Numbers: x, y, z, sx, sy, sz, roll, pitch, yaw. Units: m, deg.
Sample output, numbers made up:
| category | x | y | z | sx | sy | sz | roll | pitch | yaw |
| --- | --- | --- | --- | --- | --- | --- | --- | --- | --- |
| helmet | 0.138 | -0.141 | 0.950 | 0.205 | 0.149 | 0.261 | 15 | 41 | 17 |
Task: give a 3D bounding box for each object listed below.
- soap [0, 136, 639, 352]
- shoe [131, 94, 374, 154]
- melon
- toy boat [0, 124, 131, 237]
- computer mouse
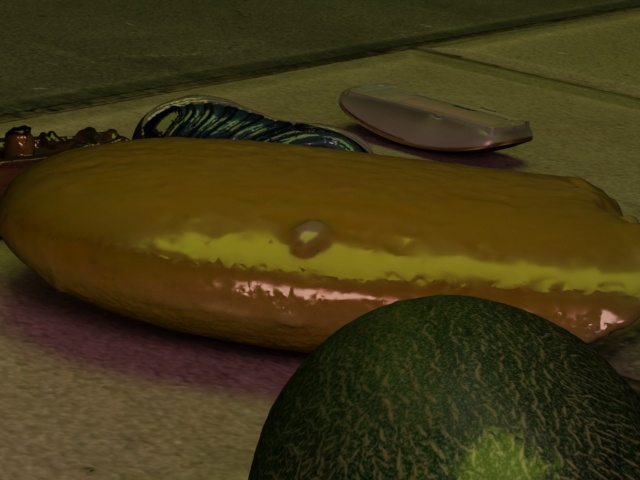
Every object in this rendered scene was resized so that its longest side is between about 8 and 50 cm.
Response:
| category | x | y | z | sx | sy | sz | roll | pitch | yaw |
| --- | --- | --- | --- | --- | --- | --- | --- | --- | --- |
| soap | 0.000 | 0.003 | 1.271 | 0.427 | 0.115 | 0.306 | 7 | 19 | -1 |
| shoe | -0.048 | -0.058 | 1.503 | 0.207 | 0.092 | 0.106 | 8 | 10 | -11 |
| melon | 0.058 | 0.121 | 0.750 | 0.182 | 0.182 | 0.288 | 7 | 14 | -3 |
| toy boat | -0.291 | -0.067 | 1.378 | 0.321 | 0.121 | 0.089 | 0 | 12 | -25 |
| computer mouse | 0.111 | -0.114 | 1.866 | 0.199 | 0.045 | 0.102 | 17 | 17 | 31 |
